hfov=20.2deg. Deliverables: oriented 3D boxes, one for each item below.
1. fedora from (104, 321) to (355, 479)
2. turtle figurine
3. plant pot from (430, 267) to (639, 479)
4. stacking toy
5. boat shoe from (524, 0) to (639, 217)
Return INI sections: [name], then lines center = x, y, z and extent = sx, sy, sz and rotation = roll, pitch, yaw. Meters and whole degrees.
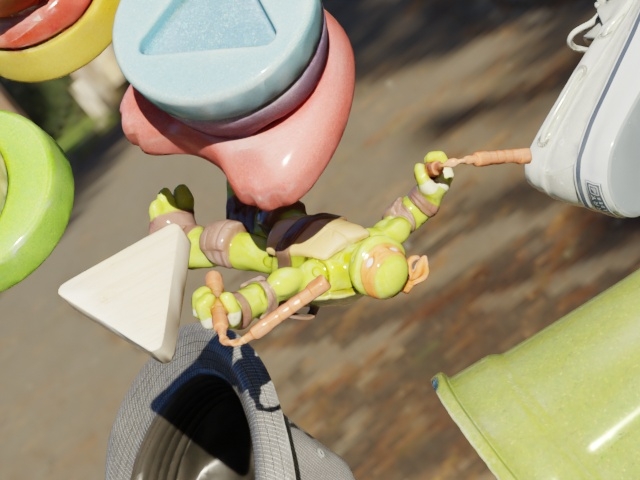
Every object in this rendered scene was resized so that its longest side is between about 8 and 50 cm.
[fedora]
center = -0.055, 0.205, 1.347
extent = 0.243, 0.124, 0.275
rotation = -57, 35, 26
[turtle figurine]
center = 0.000, 0.000, 1.209
extent = 0.269, 0.087, 0.217
rotation = -34, 32, -29
[plant pot]
center = 0.277, 0.140, 1.498
extent = 0.254, 0.276, 0.276
rotation = -41, 7, 5
[stacking toy]
center = -0.155, -0.095, 1.109
extent = 0.279, 0.309, 0.130
rotation = -64, -28, -18
[boat shoe]
center = 0.286, -0.188, 1.617
extent = 0.156, 0.136, 0.367
rotation = 14, 70, 44
